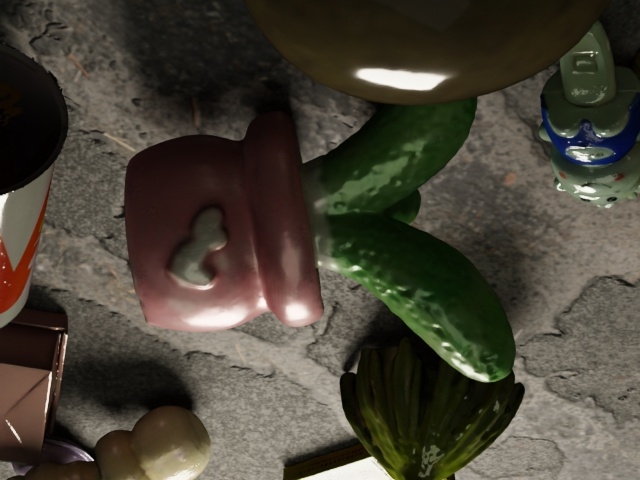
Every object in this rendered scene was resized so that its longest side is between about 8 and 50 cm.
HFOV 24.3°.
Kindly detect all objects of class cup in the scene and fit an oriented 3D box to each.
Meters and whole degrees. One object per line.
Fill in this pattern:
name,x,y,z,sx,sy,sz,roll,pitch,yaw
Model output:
cup,-0.353,-0.036,1.485,0.203,0.203,0.288,9,143,-7

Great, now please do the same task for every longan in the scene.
longan,0.066,-0.273,1.068,0.361,0.361,0.361,1,137,1

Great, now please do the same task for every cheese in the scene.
cheese,-0.323,0.297,1.929,0.191,0.042,0.105,20,136,-21

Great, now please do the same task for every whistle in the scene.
whistle,0.262,-0.112,1.422,0.110,0.092,0.244,3,141,19

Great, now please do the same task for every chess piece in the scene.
chess piece,-0.255,0.297,1.833,0.261,0.142,0.142,-30,131,5

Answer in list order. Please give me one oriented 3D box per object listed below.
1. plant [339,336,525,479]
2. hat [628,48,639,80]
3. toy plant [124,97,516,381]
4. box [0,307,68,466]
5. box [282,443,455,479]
plant,0.091,0.248,1.666,0.180,0.333,0.251,36,142,-12
hat,0.388,-0.126,1.412,0.193,0.082,0.193,2,138,2
toy plant,-0.005,0.001,1.455,0.356,0.210,0.317,-8,96,-4
box,-0.417,0.165,1.760,0.215,0.086,0.215,9,136,-8
box,0.064,0.310,1.935,0.193,0.030,0.121,-21,132,24
